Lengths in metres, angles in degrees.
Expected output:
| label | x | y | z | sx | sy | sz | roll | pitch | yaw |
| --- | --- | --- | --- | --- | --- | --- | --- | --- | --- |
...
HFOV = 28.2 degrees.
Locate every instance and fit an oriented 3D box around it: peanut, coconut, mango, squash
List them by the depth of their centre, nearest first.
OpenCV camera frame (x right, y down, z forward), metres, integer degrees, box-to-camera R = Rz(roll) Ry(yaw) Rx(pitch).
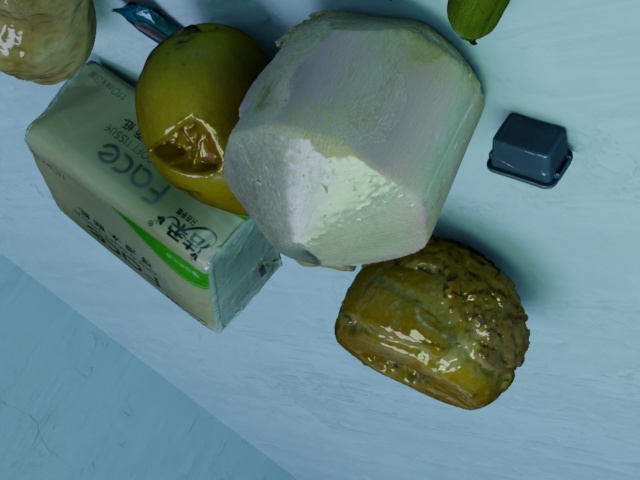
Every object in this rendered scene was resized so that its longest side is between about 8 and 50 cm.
| label | x | y | z | sx | sy | sz | roll | pitch | yaw |
| --- | --- | --- | --- | --- | --- | --- | --- | --- | --- |
| squash | 0.182 | -0.279 | 1.350 | 0.069 | 0.069 | 0.258 | 31 | 159 | -2 |
| coconut | 0.029 | -0.112 | 1.583 | 0.297 | 0.309 | 0.297 | 24 | 156 | 11 |
| mango | -0.128 | -0.157 | 1.802 | 0.182 | 0.253 | 0.365 | -8 | 152 | 20 |
| peanut | -0.422 | -0.344 | 1.835 | 0.169 | 0.192 | 0.387 | 37 | 161 | 8 |

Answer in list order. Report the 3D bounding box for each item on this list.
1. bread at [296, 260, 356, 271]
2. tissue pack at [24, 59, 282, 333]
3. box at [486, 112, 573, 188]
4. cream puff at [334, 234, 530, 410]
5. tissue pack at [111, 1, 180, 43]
| label | x | y | z | sx | sy | sz | roll | pitch | yaw |
| --- | --- | --- | --- | --- | --- | --- | --- | --- | --- |
| bread | 0.001 | 0.001 | 2.224 | 0.125 | 0.082 | 0.106 | 7 | 161 | 27 |
| tissue pack | -0.277 | -0.066 | 2.184 | 0.405 | 0.205 | 0.332 | 37 | 163 | 15 |
| box | 0.264 | -0.117 | 1.613 | 0.099 | 0.074 | 0.054 | 20 | 143 | 25 |
| cream puff | 0.179 | 0.112 | 2.019 | 0.327 | 0.231 | 0.343 | 19 | 164 | 41 |
| tissue pack | -0.236 | -0.313 | 1.893 | 0.138 | 0.028 | 0.085 | 36 | 163 | -27 |
